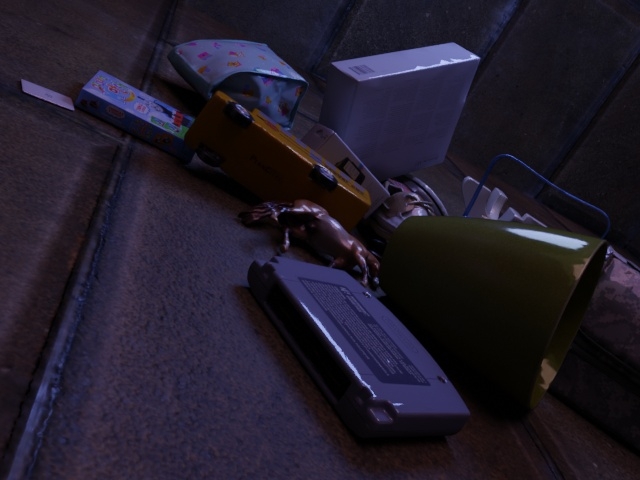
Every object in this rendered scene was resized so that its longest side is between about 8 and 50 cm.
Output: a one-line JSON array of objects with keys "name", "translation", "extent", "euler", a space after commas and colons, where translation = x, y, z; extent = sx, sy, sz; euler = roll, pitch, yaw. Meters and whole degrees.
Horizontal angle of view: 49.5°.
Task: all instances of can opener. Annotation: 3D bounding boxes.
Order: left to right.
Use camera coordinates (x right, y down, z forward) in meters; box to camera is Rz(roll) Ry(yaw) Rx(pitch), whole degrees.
[{"name": "can opener", "translation": [0.168, 0.056, 1.296], "extent": [0.186, 0.073, 0.059], "euler": [25, 58, -11]}]

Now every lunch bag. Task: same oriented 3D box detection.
[{"name": "lunch bag", "translation": [-0.200, -0.368, 1.603], "extent": [0.262, 0.160, 0.223], "euler": [-3, 37, -39]}, {"name": "lunch bag", "translation": [0.539, 0.182, 1.221], "extent": [0.305, 0.256, 0.212], "euler": [36, 18, 13]}]

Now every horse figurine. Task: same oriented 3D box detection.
[{"name": "horse figurine", "translation": [0.000, 0.000, 1.133], "extent": [0.263, 0.066, 0.174], "euler": [35, 24, 1]}]

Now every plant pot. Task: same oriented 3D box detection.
[{"name": "plant pot", "translation": [0.251, 0.073, 1.092], "extent": [0.293, 0.275, 0.275], "euler": [25, 13, 27]}]

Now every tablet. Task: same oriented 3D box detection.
[{"name": "tablet", "translation": [-0.442, -0.236, 1.124], "extent": [0.083, 0.006, 0.054], "euler": [18, 23, -35]}]

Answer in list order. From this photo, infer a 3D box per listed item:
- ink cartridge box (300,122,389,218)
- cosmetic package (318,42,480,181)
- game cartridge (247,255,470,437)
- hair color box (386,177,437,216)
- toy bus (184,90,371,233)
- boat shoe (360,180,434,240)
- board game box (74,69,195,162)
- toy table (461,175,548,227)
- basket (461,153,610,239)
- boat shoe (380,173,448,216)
[{"name": "ink cartridge box", "translation": [0.039, -0.139, 1.375], "extent": [0.175, 0.072, 0.127], "euler": [45, 1, -23]}, {"name": "cosmetic package", "translation": [0.162, -0.274, 1.548], "extent": [0.377, 0.284, 0.097], "euler": [-19, 47, -36]}, {"name": "game cartridge", "translation": [0.049, 0.133, 0.886], "extent": [0.198, 0.062, 0.297], "euler": [20, 21, -45]}, {"name": "hair color box", "translation": [0.182, -0.054, 1.520], "extent": [0.053, 0.093, 0.167], "euler": [19, 22, -36]}, {"name": "toy bus", "translation": [-0.070, -0.128, 1.221], "extent": [0.332, 0.108, 0.130], "euler": [35, 18, -12]}, {"name": "boat shoe", "translation": [0.165, -0.045, 1.355], "extent": [0.113, 0.103, 0.302], "euler": [23, 7, -28]}, {"name": "board game box", "translation": [-0.318, -0.225, 1.244], "extent": [0.211, 0.039, 0.160], "euler": [25, 20, -17]}, {"name": "toy table", "translation": [0.431, -0.035, 1.771], "extent": [0.274, 0.161, 0.252], "euler": [27, 19, -18]}, {"name": "basket", "translation": [0.380, 0.007, 1.364], "extent": [0.255, 0.289, 0.201], "euler": [37, 19, 19]}, {"name": "boat shoe", "translation": [0.181, -0.125, 1.712], "extent": [0.305, 0.091, 0.109], "euler": [44, -23, 16]}]
